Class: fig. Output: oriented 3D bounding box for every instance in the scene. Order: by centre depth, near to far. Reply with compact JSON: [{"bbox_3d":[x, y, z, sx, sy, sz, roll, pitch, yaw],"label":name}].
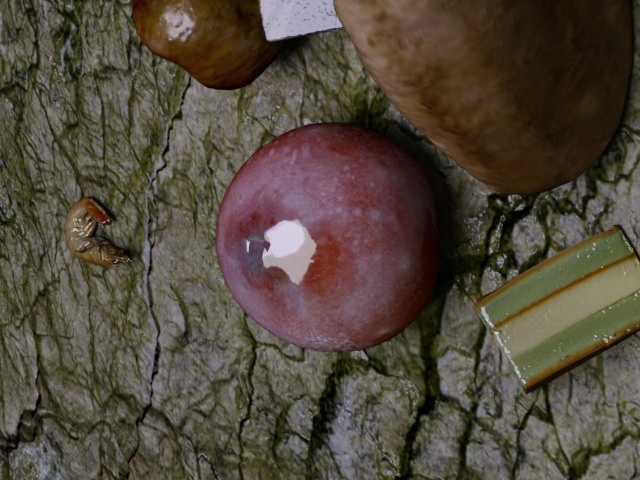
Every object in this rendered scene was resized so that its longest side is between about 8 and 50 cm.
[{"bbox_3d":[-0.078,-0.293,1.726,0.290,0.190,0.191,-23,88,31],"label":"fig"}]

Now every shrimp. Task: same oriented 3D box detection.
[{"bbox_3d":[-0.319,-0.010,2.143,0.162,0.045,0.095,18,95,44],"label":"shrimp"}]

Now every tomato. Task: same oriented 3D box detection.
[{"bbox_3d":[0.000,0.000,1.705,0.270,0.227,0.270,13,110,40],"label":"tomato"}]

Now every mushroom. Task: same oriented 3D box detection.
[{"bbox_3d":[0.156,-0.218,1.426,0.224,0.313,0.397,-8,102,34],"label":"mushroom"}]

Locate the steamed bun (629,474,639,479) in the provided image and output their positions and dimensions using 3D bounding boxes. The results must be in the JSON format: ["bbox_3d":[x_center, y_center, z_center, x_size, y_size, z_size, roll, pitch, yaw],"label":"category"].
[{"bbox_3d":[0.352,0.353,1.534,0.200,0.170,0.225,54,134,9],"label":"steamed bun"}]

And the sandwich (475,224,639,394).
[{"bbox_3d":[0.272,0.078,1.624,0.187,0.144,0.117,-30,81,9],"label":"sandwich"}]

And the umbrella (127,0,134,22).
[{"bbox_3d":[-0.242,-0.326,1.968,0.031,0.020,0.083,16,123,-5],"label":"umbrella"}]

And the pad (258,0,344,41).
[{"bbox_3d":[0.066,-0.346,1.598,0.330,0.004,0.220,-7,100,24],"label":"pad"}]
